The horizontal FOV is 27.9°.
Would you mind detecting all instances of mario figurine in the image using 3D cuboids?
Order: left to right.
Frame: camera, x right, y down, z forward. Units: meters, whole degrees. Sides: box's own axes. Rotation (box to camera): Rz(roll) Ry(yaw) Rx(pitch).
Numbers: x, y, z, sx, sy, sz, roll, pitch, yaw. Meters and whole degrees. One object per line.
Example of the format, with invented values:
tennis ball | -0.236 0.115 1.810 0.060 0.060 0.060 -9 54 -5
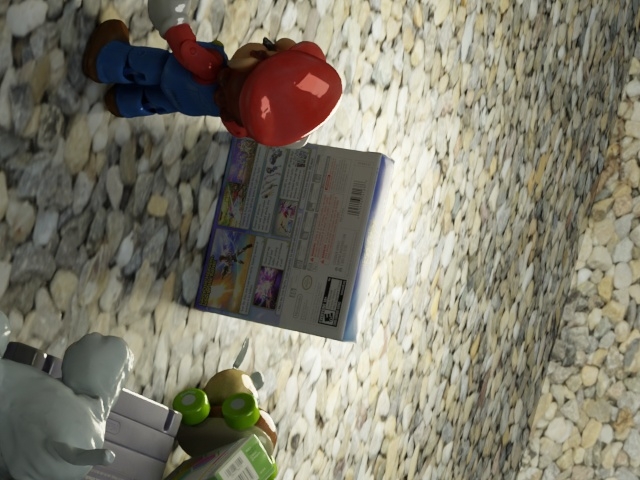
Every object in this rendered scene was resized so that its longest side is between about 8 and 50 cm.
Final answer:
mario figurine | -0.112 -0.207 1.555 0.198 0.321 0.170 7 94 -63

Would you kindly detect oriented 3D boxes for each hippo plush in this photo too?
hippo plush | -0.354 0.188 1.351 0.234 0.237 0.294 -58 -168 18

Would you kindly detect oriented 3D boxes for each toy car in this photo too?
toy car | -0.119 0.241 1.905 0.188 0.149 0.155 -67 153 -46

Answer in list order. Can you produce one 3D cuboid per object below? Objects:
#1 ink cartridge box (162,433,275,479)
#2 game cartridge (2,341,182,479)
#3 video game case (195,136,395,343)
ink cartridge box | -0.176 0.349 1.807 0.062 0.209 0.109 59 37 -6
game cartridge | -0.315 0.283 1.629 0.355 0.068 0.230 41 67 -58
video game case | -0.037 -0.007 1.844 0.061 0.244 0.269 20 82 -63
